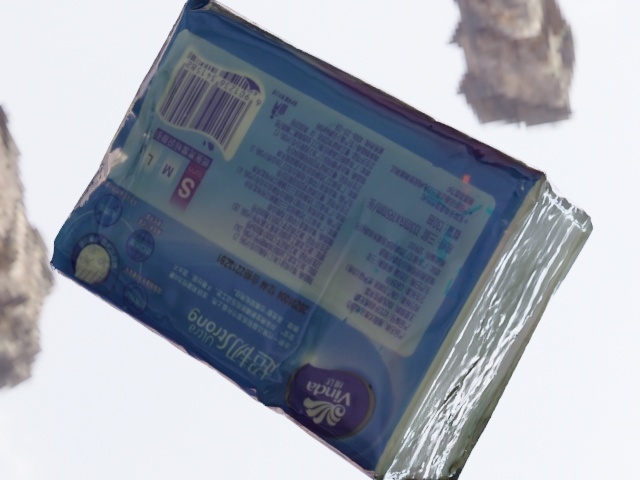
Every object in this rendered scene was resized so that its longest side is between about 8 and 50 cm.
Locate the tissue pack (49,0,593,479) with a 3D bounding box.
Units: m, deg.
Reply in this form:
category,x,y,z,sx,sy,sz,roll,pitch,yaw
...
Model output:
category,x,y,z,sx,sy,sz,roll,pitch,yaw
tissue pack,0.000,0.000,1.113,0.263,0.146,0.198,30,-87,25
